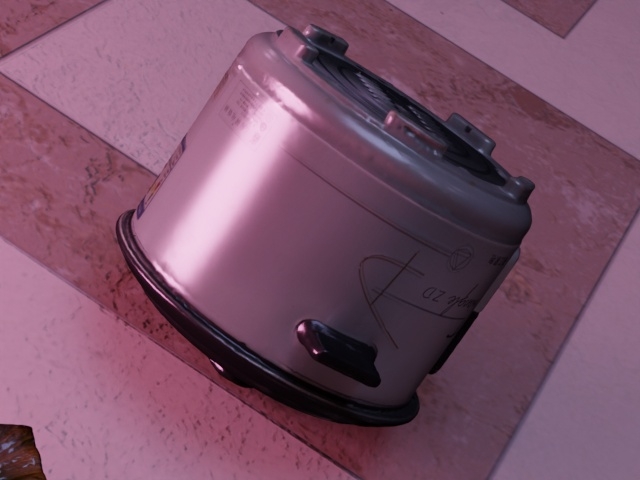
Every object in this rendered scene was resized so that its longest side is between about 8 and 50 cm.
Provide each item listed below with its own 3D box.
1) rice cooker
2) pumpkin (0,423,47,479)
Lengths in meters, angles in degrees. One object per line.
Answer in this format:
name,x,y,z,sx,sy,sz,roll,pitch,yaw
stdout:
rice cooker,0.000,0.000,1.048,0.241,0.227,0.280,28,14,-26
pumpkin,-0.195,0.135,0.877,0.083,0.054,0.074,1,37,-28
